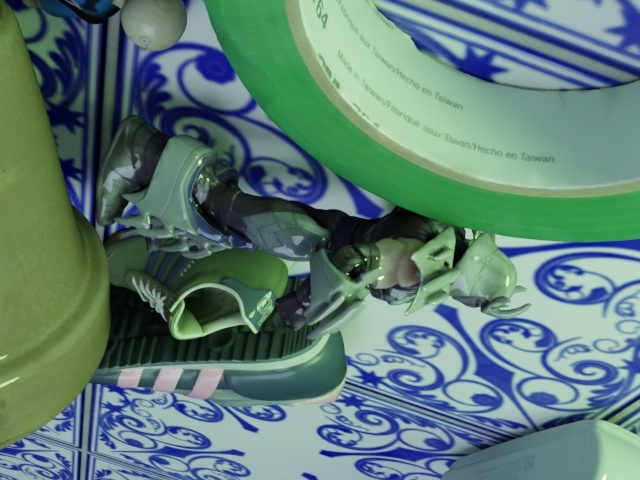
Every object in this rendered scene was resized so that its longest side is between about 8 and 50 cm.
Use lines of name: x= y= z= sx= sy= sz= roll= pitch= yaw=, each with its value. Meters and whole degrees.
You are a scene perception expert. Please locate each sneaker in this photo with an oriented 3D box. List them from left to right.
sneaker: x=-0.115 y=0.039 z=0.741 sx=0.192 sy=0.086 sz=0.064 roll=-2 pitch=143 yaw=26
sneaker: x=-0.128 y=0.108 z=0.827 sx=0.318 sy=0.112 sz=0.131 roll=2 pitch=141 yaw=23

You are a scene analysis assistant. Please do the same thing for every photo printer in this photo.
photo printer: x=0.310 y=0.301 z=0.927 sx=0.307 sy=0.107 sz=0.256 roll=27 pitch=146 yaw=-18

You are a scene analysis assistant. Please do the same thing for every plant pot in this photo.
plant pot: x=-0.257 y=-0.030 z=0.542 sx=0.263 sy=0.263 sz=0.229 roll=14 pitch=127 yaw=3

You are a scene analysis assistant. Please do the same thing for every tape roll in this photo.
tape roll: x=0.106 y=-0.123 z=0.417 sx=0.321 sy=0.077 sz=0.321 roll=12 pitch=147 yaw=8

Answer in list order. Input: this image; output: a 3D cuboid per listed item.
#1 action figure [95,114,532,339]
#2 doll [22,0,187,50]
action figure: x=0.000 y=0.000 z=0.595 sx=0.285 sy=0.099 sz=0.185 roll=17 pitch=-173 yaw=19
doll: x=-0.160 y=-0.162 z=0.500 sx=0.189 sy=0.046 sz=0.129 roll=26 pitch=157 yaw=-12
